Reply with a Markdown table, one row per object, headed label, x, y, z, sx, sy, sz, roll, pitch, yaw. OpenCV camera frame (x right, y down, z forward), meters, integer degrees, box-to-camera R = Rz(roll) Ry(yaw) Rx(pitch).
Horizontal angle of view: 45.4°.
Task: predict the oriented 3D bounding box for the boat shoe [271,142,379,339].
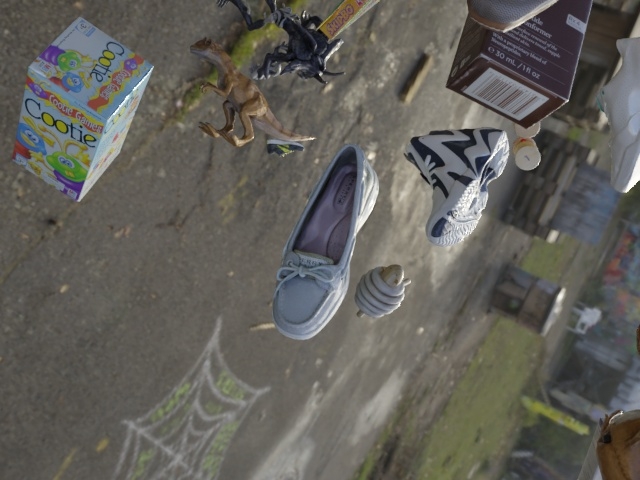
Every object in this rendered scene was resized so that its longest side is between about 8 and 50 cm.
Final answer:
| label | x | y | z | sx | sy | sz | roll | pitch | yaw |
| --- | --- | --- | --- | --- | --- | --- | --- | --- | --- |
| boat shoe | 0.003 | 0.000 | 1.215 | 0.320 | 0.118 | 0.103 | -65 | 159 | -15 |

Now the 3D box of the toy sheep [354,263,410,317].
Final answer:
| label | x | y | z | sx | sy | sz | roll | pitch | yaw |
| --- | --- | --- | --- | --- | --- | --- | --- | --- | --- |
| toy sheep | 0.103 | 0.091 | 1.333 | 0.091 | 0.091 | 0.132 | -28 | 154 | -54 |

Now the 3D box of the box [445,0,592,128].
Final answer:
| label | x | y | z | sx | sy | sz | roll | pitch | yaw |
| --- | --- | --- | --- | --- | --- | --- | --- | --- | --- |
| box | 0.390 | -0.425 | 1.433 | 0.143 | 0.191 | 0.381 | -39 | -150 | 64 |

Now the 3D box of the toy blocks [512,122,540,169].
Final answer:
| label | x | y | z | sx | sy | sz | roll | pitch | yaw |
| --- | --- | --- | --- | --- | --- | --- | --- | --- | --- |
| toy blocks | 0.442 | -0.229 | 1.654 | 0.148 | 0.054 | 0.123 | -62 | 149 | -68 |

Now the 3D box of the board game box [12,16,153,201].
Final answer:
| label | x | y | z | sx | sy | sz | roll | pitch | yaw |
| --- | --- | --- | --- | --- | --- | --- | --- | --- | --- |
| board game box | -0.409 | -0.213 | 1.294 | 0.275 | 0.142 | 0.144 | -45 | -166 | 54 |

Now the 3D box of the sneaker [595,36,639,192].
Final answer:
| label | x | y | z | sx | sy | sz | roll | pitch | yaw |
| --- | --- | --- | --- | --- | --- | --- | --- | --- | --- |
| sneaker | 0.426 | -0.176 | 1.068 | 0.080 | 0.094 | 0.212 | -14 | 118 | -52 |

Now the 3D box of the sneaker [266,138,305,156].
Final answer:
| label | x | y | z | sx | sy | sz | roll | pitch | yaw |
| --- | --- | --- | --- | --- | --- | --- | --- | --- | --- |
| sneaker | -0.075 | -0.195 | 1.639 | 0.031 | 0.083 | 0.035 | 25 | 72 | -89 |

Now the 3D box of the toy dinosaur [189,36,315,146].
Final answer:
| label | x | y | z | sx | sy | sz | roll | pitch | yaw |
| --- | --- | --- | --- | --- | --- | --- | --- | --- | --- |
| toy dinosaur | -0.088 | -0.165 | 0.975 | 0.211 | 0.064 | 0.112 | 46 | 69 | -27 |

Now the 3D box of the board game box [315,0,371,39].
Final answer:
| label | x | y | z | sx | sy | sz | roll | pitch | yaw |
| --- | --- | --- | --- | --- | --- | --- | --- | --- | --- |
| board game box | 0.083 | -0.396 | 1.200 | 0.124 | 0.039 | 0.259 | -39 | -174 | 38 |

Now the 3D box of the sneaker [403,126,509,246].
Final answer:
| label | x | y | z | sx | sy | sz | roll | pitch | yaw |
| --- | --- | --- | --- | --- | --- | --- | --- | --- | --- |
| sneaker | 0.185 | -0.096 | 1.211 | 0.235 | 0.153 | 0.094 | -60 | 144 | -22 |

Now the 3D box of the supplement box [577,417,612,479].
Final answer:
| label | x | y | z | sx | sy | sz | roll | pitch | yaw |
| --- | --- | --- | --- | --- | --- | --- | --- | --- | --- |
| supplement box | 0.513 | 0.442 | 1.337 | 0.114 | 0.111 | 0.220 | -11 | 120 | -78 |

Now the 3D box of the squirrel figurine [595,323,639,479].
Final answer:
| label | x | y | z | sx | sy | sz | roll | pitch | yaw |
| --- | --- | --- | --- | --- | --- | --- | --- | --- | --- |
| squirrel figurine | 0.536 | 0.253 | 0.911 | 0.370 | 0.397 | 0.281 | -46 | -177 | -12 |

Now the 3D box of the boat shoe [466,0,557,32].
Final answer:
| label | x | y | z | sx | sy | sz | roll | pitch | yaw |
| --- | --- | --- | --- | --- | --- | --- | --- | --- | --- |
| boat shoe | 0.267 | -0.342 | 0.897 | 0.324 | 0.123 | 0.116 | -51 | 168 | -25 |

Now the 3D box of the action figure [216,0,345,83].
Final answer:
| label | x | y | z | sx | sy | sz | roll | pitch | yaw |
| --- | --- | --- | --- | --- | --- | --- | --- | --- | --- |
| action figure | -0.068 | -0.389 | 1.470 | 0.164 | 0.275 | 0.141 | -34 | 171 | -23 |
